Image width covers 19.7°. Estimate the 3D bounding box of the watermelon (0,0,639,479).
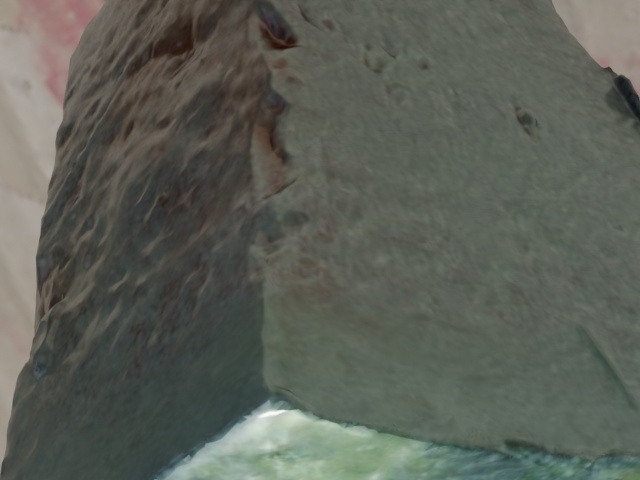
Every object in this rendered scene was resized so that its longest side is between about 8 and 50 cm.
[{"bbox_3d":[0.000,0.000,0.607,0.387,0.228,0.258,159,104,-82],"label":"watermelon"}]
